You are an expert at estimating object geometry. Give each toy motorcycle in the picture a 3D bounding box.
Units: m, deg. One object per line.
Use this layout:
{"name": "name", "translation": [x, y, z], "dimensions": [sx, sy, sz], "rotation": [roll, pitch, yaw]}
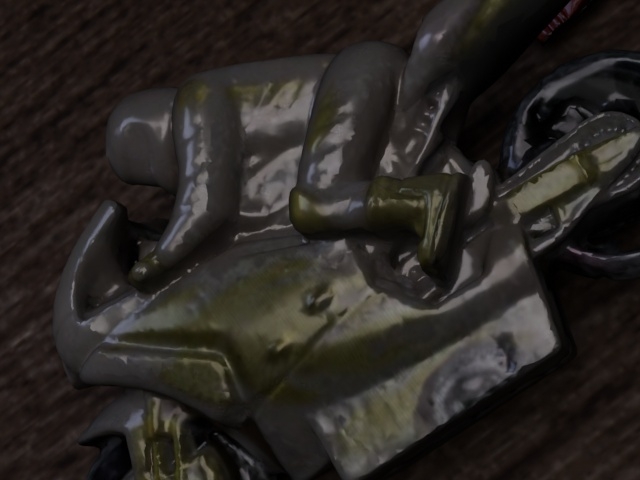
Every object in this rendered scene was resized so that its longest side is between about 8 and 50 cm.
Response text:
{"name": "toy motorcycle", "translation": [0.000, 0.000, 0.575], "dimensions": [0.341, 0.108, 0.223], "rotation": [-37, 73, 10]}

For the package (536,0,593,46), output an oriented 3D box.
{"name": "package", "translation": [0.163, -0.183, 0.629], "dimensions": [0.200, 0.022, 0.083], "rotation": [-36, 66, 4]}
